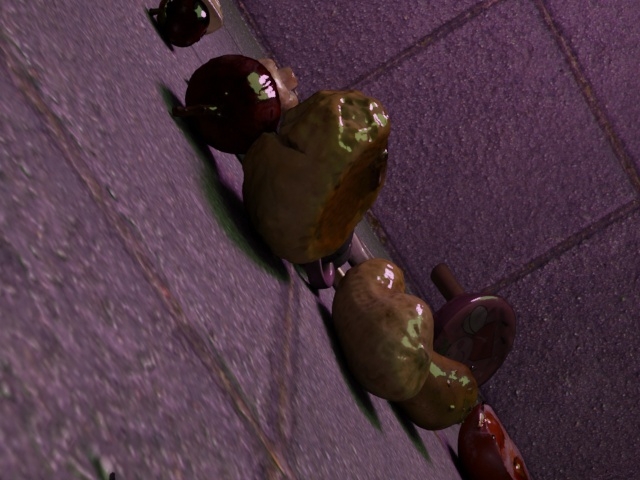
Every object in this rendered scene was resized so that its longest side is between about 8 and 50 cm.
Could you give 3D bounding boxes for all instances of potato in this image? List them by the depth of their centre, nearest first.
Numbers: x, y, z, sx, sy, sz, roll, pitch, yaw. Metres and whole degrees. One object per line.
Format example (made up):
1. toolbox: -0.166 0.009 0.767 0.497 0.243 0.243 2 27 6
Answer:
1. potato: 0.174 0.238 1.491 0.176 0.137 0.137 33 17 -23

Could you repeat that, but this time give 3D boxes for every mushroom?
1. mushroom: -0.110 -0.348 2.088 0.148 0.112 0.148 61 -3 5

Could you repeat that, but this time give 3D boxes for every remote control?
1. remote control: 0.109 0.058 2.166 0.090 0.049 0.230 62 7 34

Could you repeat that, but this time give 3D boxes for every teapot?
1. teapot: 0.008 -0.006 1.377 0.148 0.116 0.146 58 -6 33

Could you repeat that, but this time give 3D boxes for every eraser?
1. eraser: -0.253 -0.498 1.894 0.117 0.058 0.172 56 7 -26

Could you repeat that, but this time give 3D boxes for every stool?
1. stool: 0.294 0.207 2.093 0.178 0.272 0.272 42 -8 46

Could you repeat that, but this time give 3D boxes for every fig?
1. fig: -0.119 -0.180 1.152 0.150 0.128 0.128 40 19 -53

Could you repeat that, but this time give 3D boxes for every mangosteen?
1. mangosteen: -0.206 -0.333 1.377 0.081 0.081 0.081 58 6 -10

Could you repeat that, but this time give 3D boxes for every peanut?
1. peanut: 0.087 0.118 1.289 0.122 0.137 0.253 57 4 -34

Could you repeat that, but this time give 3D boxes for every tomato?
1. tomato: 0.338 0.447 1.841 0.228 0.112 0.199 59 13 -6

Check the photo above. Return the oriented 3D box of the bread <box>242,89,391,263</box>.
1. bread: -0.006 -0.088 1.163 0.134 0.244 0.244 33 -3 19

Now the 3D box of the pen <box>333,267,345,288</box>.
1. pen: 0.068 0.124 1.597 0.233 0.040 0.032 54 6 -2

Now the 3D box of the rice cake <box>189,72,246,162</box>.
1. rice cake: -0.133 -0.168 1.380 0.207 0.033 0.033 55 17 -23

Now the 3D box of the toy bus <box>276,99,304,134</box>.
1. toy bus: -0.071 -0.295 2.287 0.261 0.091 0.109 -75 144 -80
